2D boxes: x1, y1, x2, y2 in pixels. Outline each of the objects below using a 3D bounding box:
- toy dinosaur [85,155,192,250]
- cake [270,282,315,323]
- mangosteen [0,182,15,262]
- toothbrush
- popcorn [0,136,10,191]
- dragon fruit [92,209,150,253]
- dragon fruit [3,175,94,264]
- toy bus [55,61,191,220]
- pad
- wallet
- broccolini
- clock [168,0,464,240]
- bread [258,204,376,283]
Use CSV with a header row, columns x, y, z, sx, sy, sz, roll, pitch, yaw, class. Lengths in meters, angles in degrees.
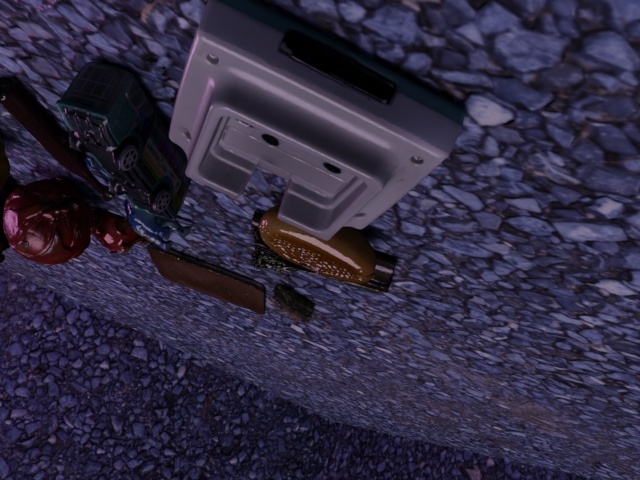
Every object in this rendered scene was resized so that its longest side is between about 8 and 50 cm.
x,y,z,sx,sy,sz,roll,pitch,yaw,class
-0.302,-0.039,1.344,0.144,0.076,0.329,23,161,19,toy dinosaur
-0.058,0.134,1.592,0.055,0.051,0.140,13,162,25,cake
-0.735,-0.033,1.594,0.194,0.230,0.194,4,144,3,mangosteen
-0.418,-0.147,1.215,0.041,0.040,0.364,16,161,17,toothbrush
-0.655,-0.121,1.286,0.190,0.250,0.250,50,151,-23,popcorn
-0.439,-0.011,1.584,0.112,0.068,0.126,9,156,36,dragon fruit
-0.529,-0.038,1.460,0.172,0.172,0.209,23,152,-5,dragon fruit
-0.249,-0.120,0.994,0.091,0.109,0.261,18,160,16,toy bus
-0.264,0.098,1.772,0.284,0.018,0.286,20,161,2,pad
0.003,0.025,1.236,0.243,0.039,0.133,20,161,6,wallet
-0.008,0.050,1.327,0.239,0.051,0.054,14,-155,6,broccolini
-0.023,-0.107,0.770,0.262,0.116,0.231,24,161,-10,clock
0.000,0.000,1.111,0.189,0.077,0.114,22,142,2,bread
